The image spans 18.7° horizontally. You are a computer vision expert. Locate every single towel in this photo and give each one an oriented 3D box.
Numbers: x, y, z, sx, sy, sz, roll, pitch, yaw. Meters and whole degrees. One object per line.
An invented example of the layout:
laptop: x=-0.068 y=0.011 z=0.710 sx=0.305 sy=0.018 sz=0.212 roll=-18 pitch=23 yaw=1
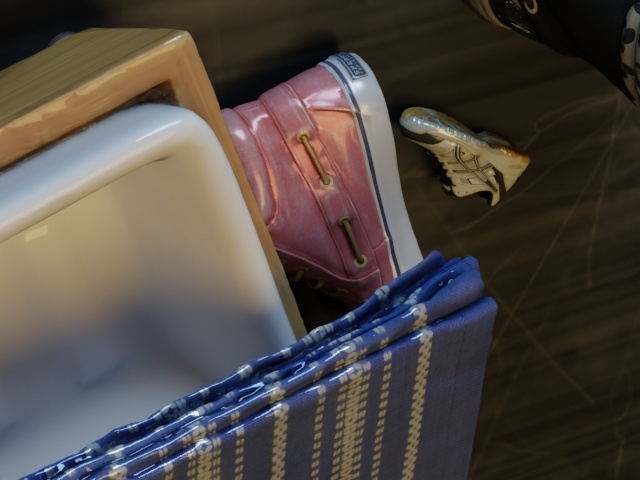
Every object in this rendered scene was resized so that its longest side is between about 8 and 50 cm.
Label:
towel: x=-0.070 y=0.149 z=0.851 sx=0.336 sy=0.040 sz=0.243 roll=-25 pitch=143 yaw=-23

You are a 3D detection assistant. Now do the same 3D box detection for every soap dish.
soap dish: x=-0.157 y=0.055 z=0.841 sx=0.291 sy=0.118 sz=0.229 roll=-29 pitch=130 yaw=-11

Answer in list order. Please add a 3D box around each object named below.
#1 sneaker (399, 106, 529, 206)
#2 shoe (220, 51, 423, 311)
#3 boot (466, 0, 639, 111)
sneaker: x=0.068 y=-0.039 z=0.968 sx=0.083 sy=0.032 sz=0.037 roll=20 pitch=108 yaw=-37
shoe: x=0.000 y=0.000 z=0.938 sx=0.081 sy=0.063 sz=0.178 roll=-23 pitch=124 yaw=-14
boot: x=0.136 y=-0.167 z=0.824 sx=0.085 sy=0.178 sz=0.236 roll=-12 pitch=126 yaw=-23
